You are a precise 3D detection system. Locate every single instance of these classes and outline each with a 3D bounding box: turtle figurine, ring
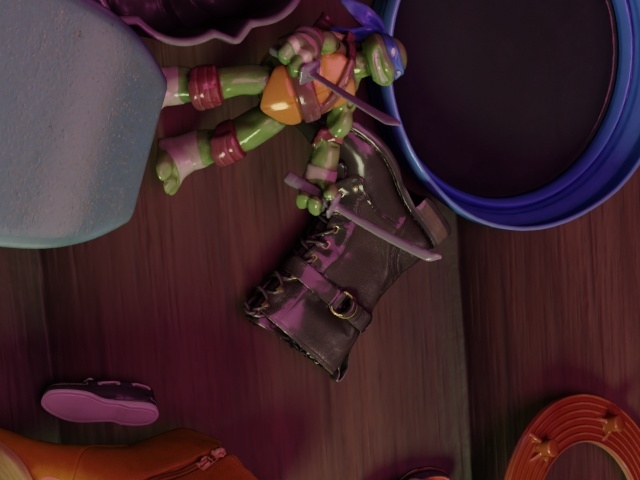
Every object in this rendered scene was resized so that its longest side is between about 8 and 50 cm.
[{"bbox_3d":[-0.039,-0.108,1.506,0.266,0.198,0.275,-12,73,7],"label":"turtle figurine"},{"bbox_3d":[0.329,0.351,1.853,0.336,0.032,0.336,10,76,-44],"label":"ring"}]

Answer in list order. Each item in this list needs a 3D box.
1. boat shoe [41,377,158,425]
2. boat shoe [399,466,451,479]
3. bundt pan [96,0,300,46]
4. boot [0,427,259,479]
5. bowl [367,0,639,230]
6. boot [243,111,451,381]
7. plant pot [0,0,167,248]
[{"bbox_3d":[-0.226,0.160,1.586,0.125,0.038,0.046,8,134,-24],"label":"boat shoe"},{"bbox_3d":[0.098,0.297,1.780,0.137,0.043,0.049,-12,101,-28],"label":"boat shoe"},{"bbox_3d":[-0.151,-0.341,1.489,0.331,0.124,0.331,1,88,-30],"label":"bundt pan"},{"bbox_3d":[-0.213,0.235,1.547,0.211,0.295,0.104,-34,149,-52],"label":"boot"},{"bbox_3d":[0.226,-0.208,1.755,0.391,0.077,0.391,-5,100,-27],"label":"bowl"},{"bbox_3d":[0.000,0.000,1.660,0.229,0.091,0.263,-47,111,-8],"label":"boot"},{"bbox_3d":[-0.289,-0.116,1.404,0.252,0.248,0.247,16,89,-42],"label":"plant pot"}]
